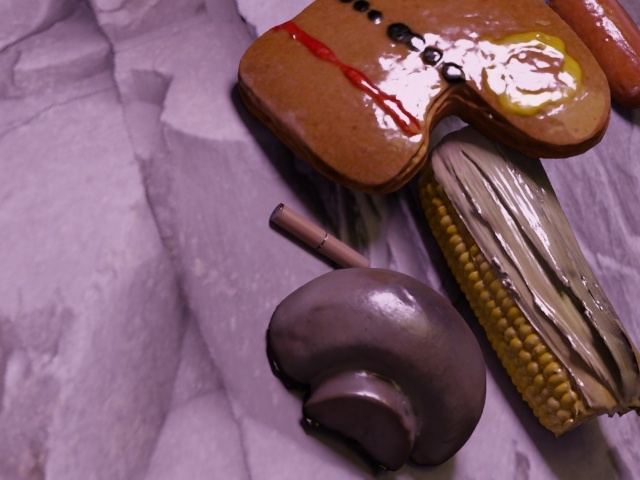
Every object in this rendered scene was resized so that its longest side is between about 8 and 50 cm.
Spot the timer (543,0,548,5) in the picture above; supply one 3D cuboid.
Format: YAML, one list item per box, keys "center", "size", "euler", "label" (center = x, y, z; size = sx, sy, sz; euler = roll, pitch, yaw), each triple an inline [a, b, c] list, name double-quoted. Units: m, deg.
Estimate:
- center: [0.120, -0.220, 1.781]
  size: [0.175, 0.175, 0.255]
  euler: [49, 35, 4]
  label: "timer"

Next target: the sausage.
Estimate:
- center: [0.306, -0.227, 2.040]
  size: [0.076, 0.076, 0.197]
  euler: [-21, 73, -51]
  label: "sausage"

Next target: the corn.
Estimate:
- center: [0.191, 0.035, 1.642]
  size: [0.122, 0.123, 0.305]
  euler: [-10, 64, -40]
  label: "corn"

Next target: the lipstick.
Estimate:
- center: [0.000, 0.000, 1.580]
  size: [0.094, 0.019, 0.019]
  euler: [34, 38, -16]
  label: "lipstick"

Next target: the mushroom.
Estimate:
- center: [0.056, 0.089, 1.487]
  size: [0.188, 0.117, 0.141]
  euler: [30, 28, -12]
  label: "mushroom"

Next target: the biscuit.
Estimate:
- center: [0.094, -0.138, 1.630]
  size: [0.277, 0.052, 0.262]
  euler: [-32, 64, -20]
  label: "biscuit"
